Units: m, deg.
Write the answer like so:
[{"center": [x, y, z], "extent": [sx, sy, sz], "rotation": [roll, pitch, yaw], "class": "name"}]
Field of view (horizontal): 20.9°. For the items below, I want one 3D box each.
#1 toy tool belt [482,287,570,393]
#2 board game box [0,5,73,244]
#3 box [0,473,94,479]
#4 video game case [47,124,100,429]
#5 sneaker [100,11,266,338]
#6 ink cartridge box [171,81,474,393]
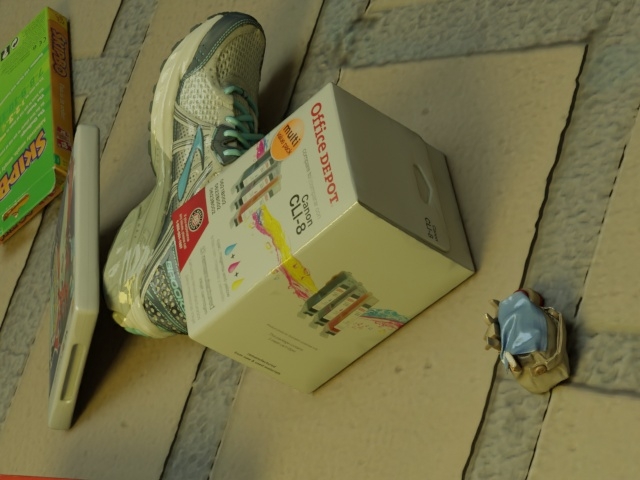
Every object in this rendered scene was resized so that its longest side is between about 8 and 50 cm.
[{"center": [0.131, 0.057, 1.138], "extent": [0.052, 0.051, 0.083], "rotation": [-38, 42, 27], "class": "toy tool belt"}, {"center": [-0.303, -0.112, 1.773], "extent": [0.124, 0.039, 0.259], "rotation": [-38, 40, 29], "class": "board game box"}, {"center": [-0.187, 0.256, 1.324], "extent": [0.257, 0.122, 0.128], "rotation": [-5, 63, 48], "class": "box"}, {"center": [-0.216, 0.033, 1.511], "extent": [0.183, 0.023, 0.201], "rotation": [112, 159, -49], "class": "video game case"}, {"center": [-0.076, -0.051, 1.432], "extent": [0.122, 0.110, 0.283], "rotation": [6, 79, 39], "class": "sneaker"}, {"center": [0.000, 0.000, 1.266], "extent": [0.176, 0.127, 0.128], "rotation": [-38, 42, 26], "class": "ink cartridge box"}]
